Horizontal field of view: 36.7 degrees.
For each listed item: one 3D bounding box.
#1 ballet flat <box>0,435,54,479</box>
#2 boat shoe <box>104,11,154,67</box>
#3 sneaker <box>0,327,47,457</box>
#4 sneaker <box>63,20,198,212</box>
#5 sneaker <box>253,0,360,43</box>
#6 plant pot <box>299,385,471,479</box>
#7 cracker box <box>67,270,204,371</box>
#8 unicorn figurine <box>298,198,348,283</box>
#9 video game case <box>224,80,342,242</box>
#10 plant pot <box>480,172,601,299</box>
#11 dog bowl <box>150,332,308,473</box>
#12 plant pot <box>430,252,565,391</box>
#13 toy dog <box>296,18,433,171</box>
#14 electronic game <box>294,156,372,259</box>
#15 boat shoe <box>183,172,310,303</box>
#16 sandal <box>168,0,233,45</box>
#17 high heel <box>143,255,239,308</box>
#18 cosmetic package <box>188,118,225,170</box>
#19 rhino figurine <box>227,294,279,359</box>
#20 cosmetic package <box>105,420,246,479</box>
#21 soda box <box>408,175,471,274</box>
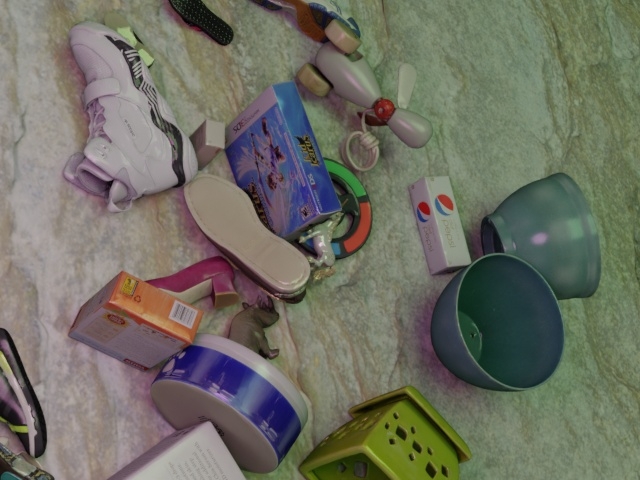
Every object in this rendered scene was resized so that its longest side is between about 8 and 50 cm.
[{"bbox_3d":[-0.512,0.357,1.566,0.188,0.070,0.070,43,56,-13],"label":"ballet flat"},{"bbox_3d":[-0.386,-0.397,1.930,0.049,0.042,0.133,-43,97,-15],"label":"boat shoe"},{"bbox_3d":[-0.527,0.257,1.591,0.097,0.084,0.234,-22,83,-11],"label":"sneaker"},{"bbox_3d":[-0.401,-0.227,1.795,0.210,0.137,0.365,-37,97,-38],"label":"sneaker"},{"bbox_3d":[-0.024,-0.552,2.165,0.296,0.112,0.131,30,59,-20],"label":"sneaker"},{"bbox_3d":[0.138,0.418,1.840,0.228,0.227,0.207,48,49,-7],"label":"plant pot"},{"bbox_3d":[-0.319,0.143,1.650,0.156,0.232,0.067,29,58,-20],"label":"cracker box"},{"bbox_3d":[0.000,0.000,1.969,0.111,0.060,0.161,-10,101,-29],"label":"unicorn figurine"},{"bbox_3d":[-0.086,-0.138,1.891,0.061,0.244,0.269,-15,80,-33],"label":"video game case"},{"bbox_3d":[0.481,0.007,2.188,0.196,0.293,0.293,-12,78,-7],"label":"plant pot"},{"bbox_3d":[-0.160,0.285,1.675,0.265,0.265,0.104,42,57,-12],"label":"dog bowl"},{"bbox_3d":[0.348,0.192,2.063,0.290,0.195,0.290,11,67,-28],"label":"plant pot"},{"bbox_3d":[0.103,-0.336,2.138,0.333,0.220,0.161,59,22,-9],"label":"toy dog"},{"bbox_3d":[0.012,-0.070,2.046,0.229,0.048,0.229,12,66,-28],"label":"electronic game"},{"bbox_3d":[-0.145,-0.001,1.867,0.324,0.096,0.116,41,69,19],"label":"boat shoe"},{"bbox_3d":[-0.262,-0.473,2.040,0.179,0.040,0.067,38,61,-31],"label":"sandal"},{"bbox_3d":[-0.278,0.077,1.814,0.244,0.082,0.117,-7,43,-19],"label":"high heel"},{"bbox_3d":[-0.230,-0.188,1.900,0.041,0.115,0.060,11,67,-28],"label":"cosmetic package"},{"bbox_3d":[-0.134,0.193,1.841,0.106,0.073,0.243,40,46,-20],"label":"rhino figurine"},{"bbox_3d":[-0.321,0.514,1.554,0.453,0.161,0.230,-31,91,-36],"label":"cosmetic package"},{"bbox_3d":[0.269,-0.035,2.178,0.074,0.069,0.216,-5,74,-33],"label":"soda box"}]
